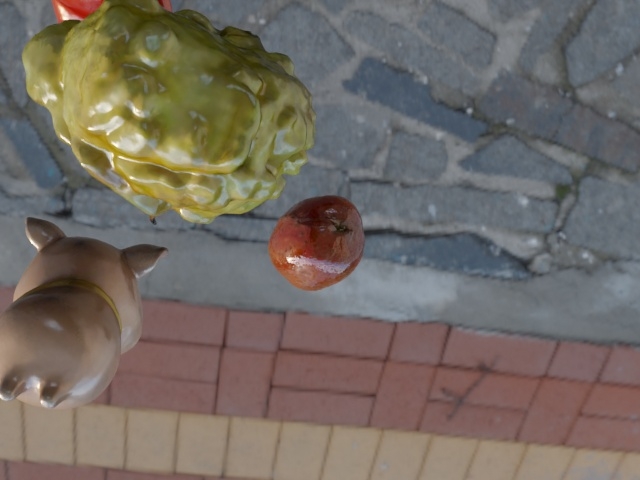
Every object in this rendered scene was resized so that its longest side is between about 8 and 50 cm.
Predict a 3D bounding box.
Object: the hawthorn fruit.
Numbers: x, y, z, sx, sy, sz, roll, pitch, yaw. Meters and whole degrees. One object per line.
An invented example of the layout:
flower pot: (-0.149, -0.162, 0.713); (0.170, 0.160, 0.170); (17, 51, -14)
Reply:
hawthorn fruit: (0.000, 0.000, 1.326); (0.128, 0.128, 0.128); (0, 128, 0)

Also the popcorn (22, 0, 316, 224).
popcorn: (-0.136, -0.107, 0.938); (0.266, 0.233, 0.192); (18, 97, 17)

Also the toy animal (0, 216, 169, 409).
toy animal: (-0.276, 0.092, 1.162); (0.165, 0.248, 0.149); (19, 127, -8)

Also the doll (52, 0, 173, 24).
doll: (-0.215, -0.314, 0.958); (0.200, 0.105, 0.336); (9, 135, 16)
